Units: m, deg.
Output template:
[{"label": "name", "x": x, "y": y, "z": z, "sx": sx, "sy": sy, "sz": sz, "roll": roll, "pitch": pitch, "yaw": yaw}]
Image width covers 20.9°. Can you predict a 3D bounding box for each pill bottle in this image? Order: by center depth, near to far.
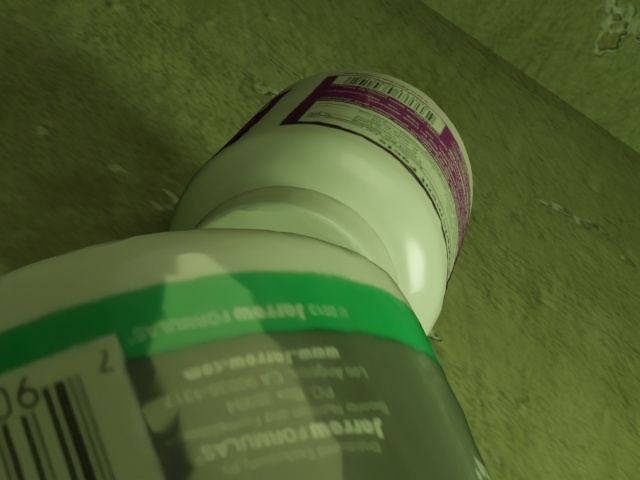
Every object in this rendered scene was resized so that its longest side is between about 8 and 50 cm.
[{"label": "pill bottle", "x": -0.006, "y": 0.195, "z": 0.440, "sx": 0.204, "sy": 0.204, "sz": 0.361, "roll": 12, "pitch": 47, "yaw": -49}, {"label": "pill bottle", "x": 0.000, "y": 0.000, "z": 1.070, "sx": 0.169, "sy": 0.169, "sz": 0.301, "roll": 35, "pitch": 19, "yaw": -1}]
